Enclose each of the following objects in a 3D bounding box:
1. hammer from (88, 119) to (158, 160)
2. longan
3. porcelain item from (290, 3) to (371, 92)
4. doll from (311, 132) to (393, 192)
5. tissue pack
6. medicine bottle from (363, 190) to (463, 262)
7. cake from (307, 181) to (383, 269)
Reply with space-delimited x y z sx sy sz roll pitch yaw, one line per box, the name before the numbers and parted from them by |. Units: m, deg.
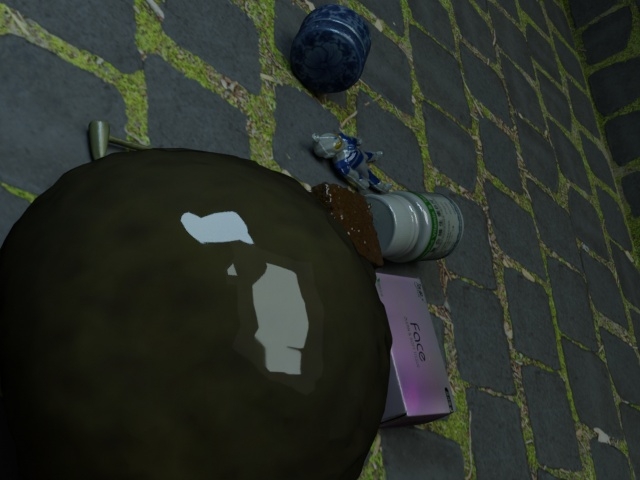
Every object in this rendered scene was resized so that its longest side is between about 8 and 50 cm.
hammer | -0.245 -0.122 1.103 0.195 0.028 0.060 10 65 -49
longan | -0.125 0.107 0.779 0.404 0.404 0.435 6 60 -49
porcelain item | 0.019 -0.370 1.490 0.147 0.147 0.114 43 41 -24
doll | 0.060 -0.158 1.478 0.227 0.057 0.114 15 60 -48
tissue pack | 0.124 0.186 1.291 0.148 0.092 0.246 9 61 -47
medicine bottle | 0.158 -0.027 1.440 0.237 0.139 0.139 1 66 -51
cake | 0.000 0.000 1.211 0.134 0.147 0.135 15 55 -50
